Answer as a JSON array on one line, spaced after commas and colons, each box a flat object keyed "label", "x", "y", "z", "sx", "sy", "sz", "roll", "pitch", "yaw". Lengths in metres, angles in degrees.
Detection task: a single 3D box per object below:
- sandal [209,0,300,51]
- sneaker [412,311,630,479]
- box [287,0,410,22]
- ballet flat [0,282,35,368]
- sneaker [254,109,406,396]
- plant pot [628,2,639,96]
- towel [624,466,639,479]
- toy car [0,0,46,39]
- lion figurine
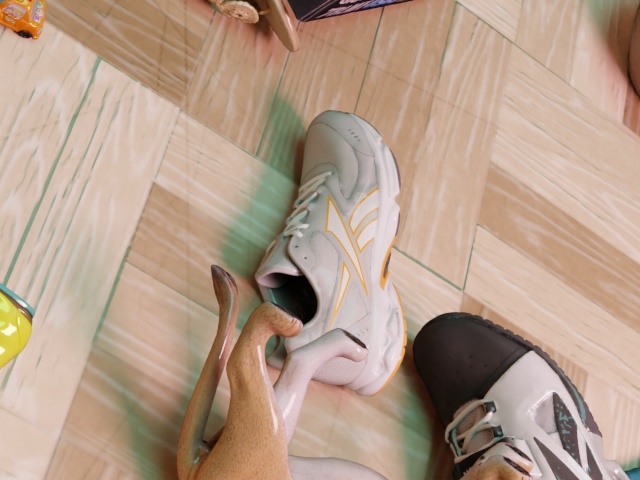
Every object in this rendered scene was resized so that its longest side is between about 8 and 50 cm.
[{"label": "sandal", "x": -0.108, "y": -0.263, "z": 1.372, "sx": 0.079, "sy": 0.088, "sz": 0.240, "roll": -29, "pitch": 104, "yaw": -9}, {"label": "sneaker", "x": 0.171, "y": 0.207, "z": 1.289, "sx": 0.146, "sy": 0.122, "sz": 0.330, "roll": -24, "pitch": 69, "yaw": -41}, {"label": "box", "x": 0.005, "y": -0.364, "z": 1.459, "sx": 0.293, "sy": 0.073, "sz": 0.296, "roll": -24, "pitch": 85, "yaw": -58}, {"label": "ballet flat", "x": -0.305, "y": 0.015, "z": 1.069, "sx": 0.231, "sy": 0.077, "sz": 0.077, "roll": 43, "pitch": 65, "yaw": -17}, {"label": "sneaker", "x": 0.000, "y": 0.000, "z": 1.306, "sx": 0.121, "sy": 0.099, "sz": 0.263, "roll": 10, "pitch": 62, "yaw": -30}, {"label": "plant pot", "x": 0.435, "y": -0.206, "z": 1.746, "sx": 0.237, "sy": 0.109, "sz": 0.237, "roll": 18, "pitch": 58, "yaw": -31}, {"label": "towel", "x": 0.273, "y": 0.353, "z": 1.350, "sx": 0.370, "sy": 0.040, "sz": 0.271, "roll": -13, "pitch": 62, "yaw": -40}, {"label": "toy car", "x": -0.259, "y": -0.167, "z": 1.215, "sx": 0.060, "sy": 0.040, "sz": 0.122, "roll": 39, "pitch": 49, "yaw": -17}, {"label": "lion figurine", "x": 0.014, "y": 0.217, "z": 1.177, "sx": 0.392, "sy": 0.240, "sz": 0.142, "roll": 36, "pitch": 6, "yaw": 0}]
